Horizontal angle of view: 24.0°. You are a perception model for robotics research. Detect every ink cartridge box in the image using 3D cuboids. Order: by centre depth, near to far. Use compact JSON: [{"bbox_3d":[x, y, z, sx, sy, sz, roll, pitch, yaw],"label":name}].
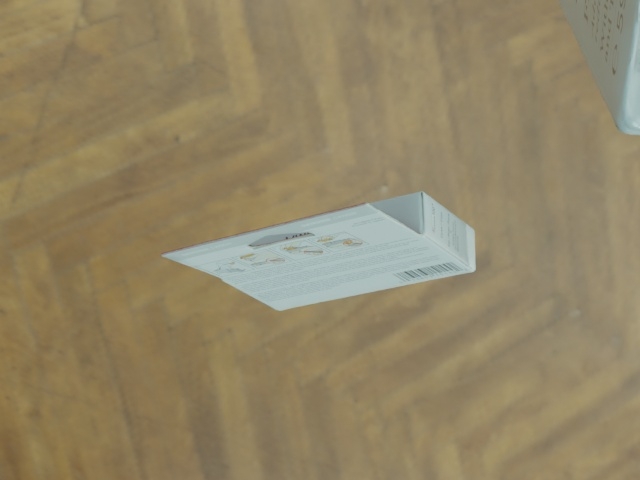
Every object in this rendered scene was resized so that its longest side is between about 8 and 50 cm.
[{"bbox_3d":[0.000,0.000,1.827,0.261,0.296,0.066,30,54,-52],"label":"ink cartridge box"}]

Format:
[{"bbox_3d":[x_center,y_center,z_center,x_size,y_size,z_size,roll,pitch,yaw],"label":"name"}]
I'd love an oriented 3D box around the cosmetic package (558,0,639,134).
[{"bbox_3d":[0.339,-0.271,0.974,0.327,0.393,0.329,2,112,2],"label":"cosmetic package"}]
